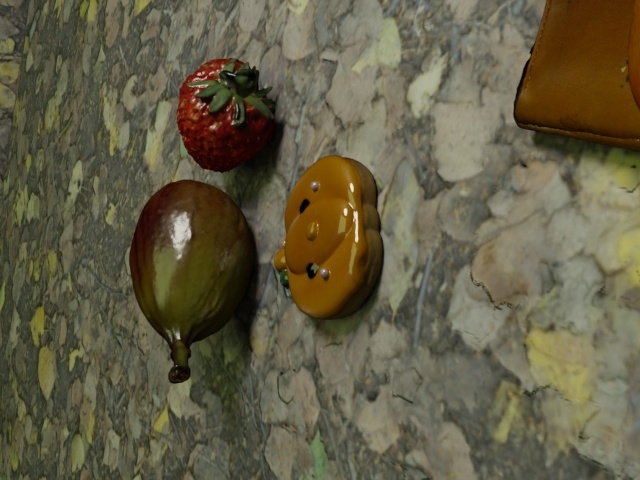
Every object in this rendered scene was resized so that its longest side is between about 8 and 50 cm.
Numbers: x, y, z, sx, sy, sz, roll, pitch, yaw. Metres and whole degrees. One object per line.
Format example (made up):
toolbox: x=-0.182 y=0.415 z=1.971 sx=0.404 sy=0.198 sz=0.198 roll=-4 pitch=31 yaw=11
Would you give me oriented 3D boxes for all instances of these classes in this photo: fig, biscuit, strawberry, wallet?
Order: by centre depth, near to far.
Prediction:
wallet: x=0.215 y=-0.161 z=0.559 sx=0.161 sy=0.042 sz=0.195 roll=30 pitch=111 yaw=60
biscuit: x=-0.003 y=-0.001 z=0.851 sx=0.170 sy=0.050 sz=0.170 roll=-18 pitch=68 yaw=55
fig: x=-0.155 y=0.057 z=0.972 sx=0.170 sy=0.145 sz=0.274 roll=-55 pitch=28 yaw=37
strawberry: x=-0.123 y=-0.148 z=1.000 sx=0.148 sy=0.131 sz=0.131 roll=-22 pitch=66 yaw=45

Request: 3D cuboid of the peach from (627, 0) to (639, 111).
peach: x=0.273 y=-0.110 z=0.334 sx=0.248 sy=0.245 sz=0.274 roll=41 pitch=111 yaw=20
